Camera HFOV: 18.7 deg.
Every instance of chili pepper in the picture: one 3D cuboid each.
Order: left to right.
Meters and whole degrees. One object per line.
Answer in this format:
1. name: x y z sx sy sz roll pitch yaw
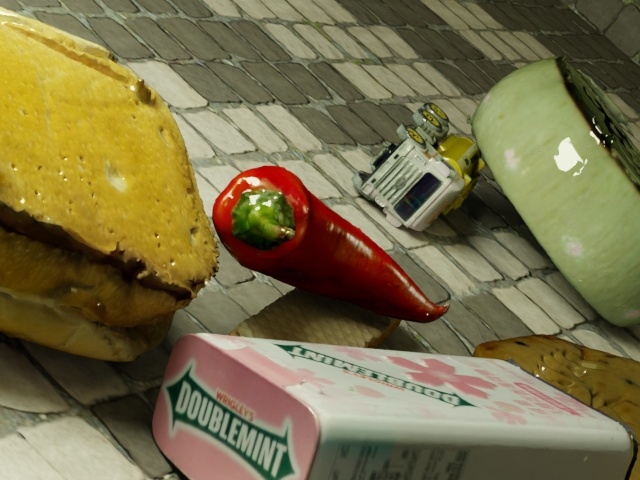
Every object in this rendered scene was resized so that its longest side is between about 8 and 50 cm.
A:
1. chili pepper: -0.004 -0.001 1.667 0.137 0.092 0.368 19 -1 26

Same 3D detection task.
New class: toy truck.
1. toy truck: 0.124 -0.083 2.259 0.114 0.098 0.227 43 19 1

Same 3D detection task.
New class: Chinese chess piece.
1. Chinese chess piece: 0.333 -0.063 2.367 0.349 0.146 0.349 50 15 -18

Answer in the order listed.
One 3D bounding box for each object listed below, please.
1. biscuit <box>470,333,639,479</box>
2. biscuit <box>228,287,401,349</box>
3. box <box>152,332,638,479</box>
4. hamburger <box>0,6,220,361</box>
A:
1. biscuit: 0.314 0.190 1.945 0.359 0.046 0.359 19 19 -7
2. biscuit: -0.003 0.083 1.755 0.094 0.054 0.378 39 20 7
3. box: 0.067 0.158 1.538 0.369 0.112 0.190 10 14 -41
4. hamburger: -0.226 -0.043 1.499 0.304 0.174 0.284 22 28 -35
